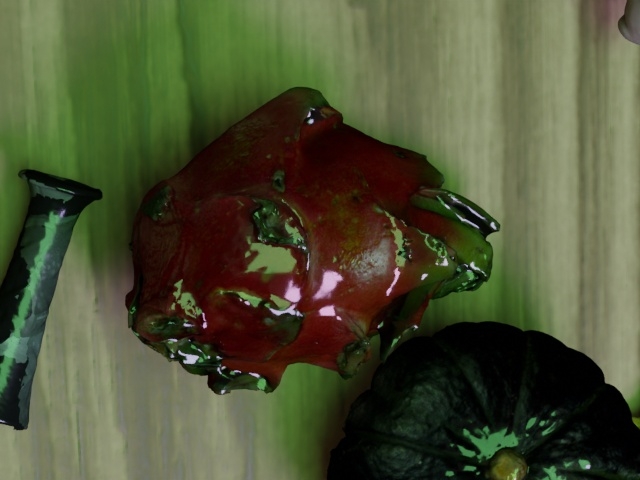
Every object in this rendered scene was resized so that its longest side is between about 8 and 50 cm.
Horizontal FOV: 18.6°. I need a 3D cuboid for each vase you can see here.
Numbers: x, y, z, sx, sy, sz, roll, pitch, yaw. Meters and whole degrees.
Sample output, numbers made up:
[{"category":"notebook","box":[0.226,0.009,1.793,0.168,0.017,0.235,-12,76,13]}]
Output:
[{"category":"vase","box":[-0.196,0.038,1.291,0.059,0.059,0.167,18,92,-19]}]

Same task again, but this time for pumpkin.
[{"category":"pumpkin","box":[0.114,0.163,1.344,0.221,0.162,0.220,1,79,-7]}]

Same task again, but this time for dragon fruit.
[{"category":"dragon fruit","box":[-0.003,0.022,1.296,0.269,0.198,0.200,29,78,-33]}]

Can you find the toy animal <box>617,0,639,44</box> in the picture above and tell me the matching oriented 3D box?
[{"category":"toy animal","box":[0.193,-0.240,1.356,0.212,0.124,0.124,41,85,-10]}]

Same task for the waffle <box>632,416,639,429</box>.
[{"category":"waffle","box":[0.283,0.264,1.479,0.329,0.062,0.329,-3,100,-17]}]
